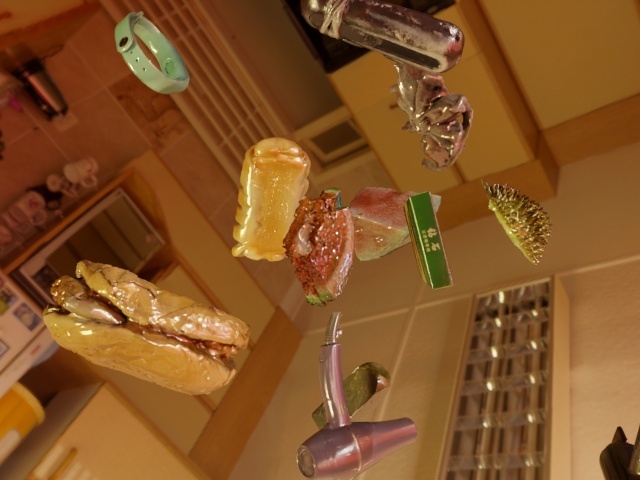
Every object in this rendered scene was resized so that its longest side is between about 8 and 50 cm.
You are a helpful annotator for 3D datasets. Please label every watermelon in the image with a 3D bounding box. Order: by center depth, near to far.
[{"bbox_3d":[0.191,-0.071,1.554,0.262,0.201,0.213,-28,-162,42],"label":"watermelon"}]

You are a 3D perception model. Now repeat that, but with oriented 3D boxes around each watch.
[{"bbox_3d":[-0.421,-0.463,1.362,0.068,0.195,0.237,-33,-121,19],"label":"watch"}]

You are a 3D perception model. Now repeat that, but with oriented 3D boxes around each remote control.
[{"bbox_3d":[0.092,-0.322,0.850,0.090,0.266,0.066,109,-2,-57],"label":"remote control"}]

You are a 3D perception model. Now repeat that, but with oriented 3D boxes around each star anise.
[{"bbox_3d":[0.282,-0.317,1.372,0.139,0.315,0.359,-28,-167,-8],"label":"star anise"}]

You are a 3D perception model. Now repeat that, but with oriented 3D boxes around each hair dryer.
[{"bbox_3d":[0.513,0.310,0.874,0.078,0.248,0.195,9,-160,10],"label":"hair dryer"},{"bbox_3d":[0.073,0.336,1.238,0.301,0.361,0.121,-3,171,-36],"label":"hair dryer"}]

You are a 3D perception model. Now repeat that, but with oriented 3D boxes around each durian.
[{"bbox_3d":[0.639,-0.042,1.786,0.169,0.352,0.158,7,-123,52],"label":"durian"}]

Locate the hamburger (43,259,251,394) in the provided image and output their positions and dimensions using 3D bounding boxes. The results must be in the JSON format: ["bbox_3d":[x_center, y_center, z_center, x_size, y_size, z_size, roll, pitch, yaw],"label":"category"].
[{"bbox_3d":[-0.255,0.131,0.810,0.144,0.283,0.259,-64,-164,-11],"label":"hamburger"}]

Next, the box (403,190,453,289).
[{"bbox_3d":[0.159,0.000,0.837,0.034,0.132,0.235,-14,178,6],"label":"box"}]

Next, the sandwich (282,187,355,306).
[{"bbox_3d":[0.010,-0.002,1.083,0.079,0.159,0.235,-1,-123,35],"label":"sandwich"}]

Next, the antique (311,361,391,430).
[{"bbox_3d":[0.084,0.388,1.336,0.221,0.080,0.081,-49,-124,22],"label":"antique"}]

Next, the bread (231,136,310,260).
[{"bbox_3d":[-0.118,-0.101,1.351,0.173,0.311,0.121,6,-160,-14],"label":"bread"}]
